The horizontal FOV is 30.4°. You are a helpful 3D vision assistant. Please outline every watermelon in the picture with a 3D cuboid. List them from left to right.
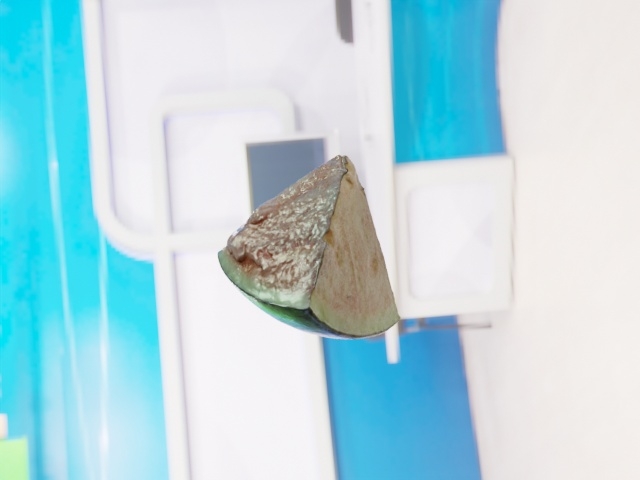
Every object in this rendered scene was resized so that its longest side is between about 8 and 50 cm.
[{"bbox_3d":[-0.001,0.036,1.981,0.283,0.292,0.250,27,157,34],"label":"watermelon"}]
